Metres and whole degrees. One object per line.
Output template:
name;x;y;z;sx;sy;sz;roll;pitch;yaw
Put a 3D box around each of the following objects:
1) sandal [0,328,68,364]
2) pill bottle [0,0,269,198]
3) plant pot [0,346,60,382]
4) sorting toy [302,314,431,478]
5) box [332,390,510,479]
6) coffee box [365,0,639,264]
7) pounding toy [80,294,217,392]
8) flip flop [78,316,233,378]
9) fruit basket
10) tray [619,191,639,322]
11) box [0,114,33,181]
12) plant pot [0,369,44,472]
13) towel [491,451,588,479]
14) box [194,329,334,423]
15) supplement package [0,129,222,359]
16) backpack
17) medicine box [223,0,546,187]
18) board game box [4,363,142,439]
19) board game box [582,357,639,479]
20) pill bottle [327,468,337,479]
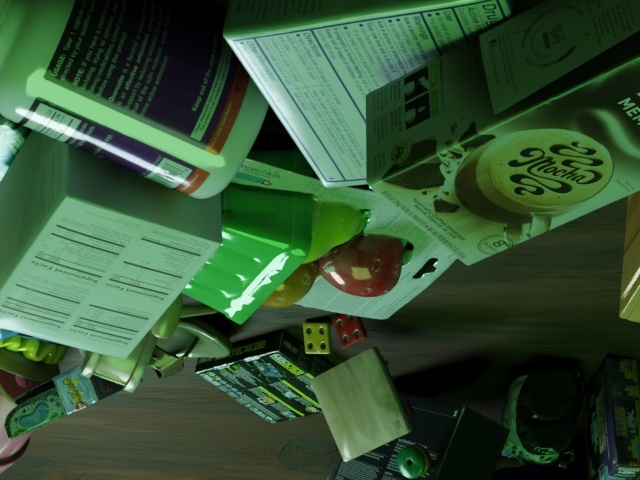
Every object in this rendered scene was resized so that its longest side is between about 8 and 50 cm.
sandal;-0.448;0.092;2.039;0.138;0.126;0.317;-42;157;21
pill bottle;-0.226;-0.181;1.537;0.322;0.182;0.181;24;146;-19
plant pot;-0.500;0.151;2.187;0.236;0.032;0.236;28;-179;0
sorting toy;0.064;0.229;2.091;0.132;0.275;0.046;-32;167;36
box;0.145;0.333;2.157;0.103;0.184;0.261;26;170;-27
coffee box;0.207;-0.111;1.306;0.297;0.119;0.168;-26;136;31
pounding toy;-0.241;0.134;1.990;0.154;0.154;0.269;21;179;-14
flip flop;-0.257;0.173;2.201;0.277;0.080;0.112;-6;145;25
fruit basket;0.000;0.000;1.826;0.353;0.166;0.327;6;152;-24
tray;0.402;-0.096;1.465;0.076;0.203;0.411;12;148;-1
box;-0.412;-0.067;1.888;0.232;0.059;0.322;-6;146;25
plant pot;-0.534;0.264;2.341;0.201;0.201;0.180;32;126;-30
towel;0.333;0.401;2.226;0.227;0.076;0.308;-17;176;23
box;-0.070;0.219;2.254;0.184;0.045;0.190;-21;136;36
supplement package;-0.266;-0.024;1.714;0.198;0.199;0.263;18;136;-26
backpack;0.329;0.270;2.143;0.115;0.152;0.182;13;161;6
medicine box;0.092;-0.197;1.448;0.289;0.149;0.263;-6;145;23
board game box;-0.365;0.221;2.069;0.194;0.060;0.194;-24;177;-3
board game box;0.425;0.277;2.076;0.048;0.170;0.141;4;148;-4
pill bottle;0.149;0.458;2.465;0.264;0.153;0.153;-2;146;21
